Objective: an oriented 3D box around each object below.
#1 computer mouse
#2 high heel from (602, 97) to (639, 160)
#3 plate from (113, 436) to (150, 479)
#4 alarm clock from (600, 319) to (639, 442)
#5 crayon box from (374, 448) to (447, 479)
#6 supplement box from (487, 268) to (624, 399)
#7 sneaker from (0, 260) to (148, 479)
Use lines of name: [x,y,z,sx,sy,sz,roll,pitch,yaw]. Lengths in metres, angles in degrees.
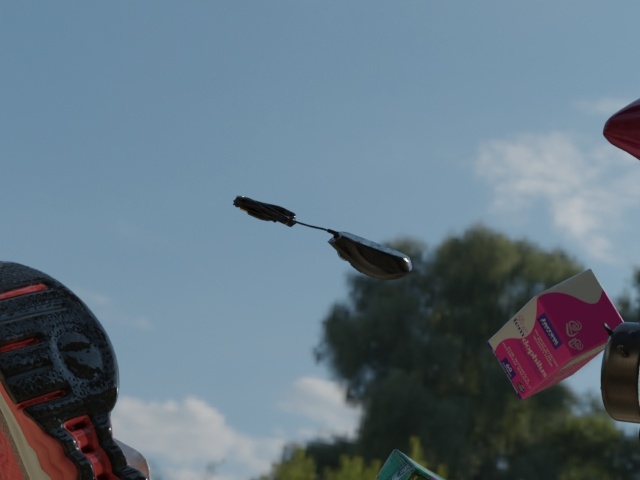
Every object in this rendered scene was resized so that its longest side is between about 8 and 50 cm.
computer mouse: [0.000,0.000,1.893,0.242,0.041,0.071,21,8,5]
high heel: [0.398,-0.142,1.359,0.181,0.127,0.377,12,21,26]
plate: [-0.208,0.319,1.416,0.045,0.278,0.277,-5,5,-22]
alarm clock: [0.407,0.187,1.938,0.064,0.129,0.192,0,-61,32]
crayon box: [0.093,0.422,1.865,0.165,0.278,0.081,32,2,-20]
supplement box: [0.359,0.146,2.292,0.114,0.111,0.220,-23,-16,-23]
sneaker: [-0.212,0.168,1.114,0.136,0.313,0.116,-34,-18,32]
